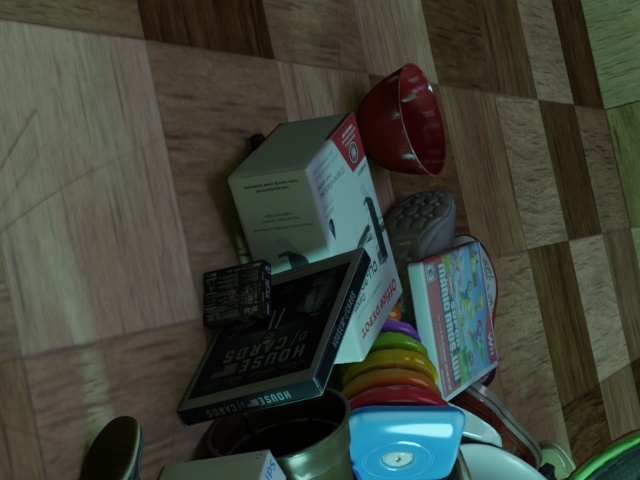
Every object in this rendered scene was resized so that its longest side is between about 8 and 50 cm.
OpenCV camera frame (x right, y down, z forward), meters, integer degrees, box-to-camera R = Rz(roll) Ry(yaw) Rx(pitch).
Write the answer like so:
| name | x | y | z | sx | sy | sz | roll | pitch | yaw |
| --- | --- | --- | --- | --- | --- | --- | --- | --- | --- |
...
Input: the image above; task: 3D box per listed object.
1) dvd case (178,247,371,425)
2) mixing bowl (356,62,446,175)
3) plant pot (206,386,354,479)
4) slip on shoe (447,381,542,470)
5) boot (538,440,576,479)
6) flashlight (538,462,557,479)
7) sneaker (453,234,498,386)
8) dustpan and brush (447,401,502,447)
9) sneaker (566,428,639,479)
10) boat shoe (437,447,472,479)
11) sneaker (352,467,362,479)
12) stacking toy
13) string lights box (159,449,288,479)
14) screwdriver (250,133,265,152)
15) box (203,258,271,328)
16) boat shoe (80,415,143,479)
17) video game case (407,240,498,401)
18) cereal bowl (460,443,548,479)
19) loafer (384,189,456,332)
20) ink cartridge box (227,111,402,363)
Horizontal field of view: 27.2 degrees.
| name | x | y | z | sx | sy | sz | roll | pitch | yaw |
| --- | --- | --- | --- | --- | --- | --- | --- | --- | --- |
| dvd case | -0.048 | 0.107 | 1.506 | 0.030 | 0.179 | 0.239 | 60 | 30 | -24 |
| mixing bowl | 0.119 | -0.180 | 2.081 | 0.181 | 0.098 | 0.181 | 36 | 48 | -54 |
| plant pot | -0.029 | 0.277 | 1.504 | 0.167 | 0.167 | 0.165 | -50 | 130 | -59 |
| slip on shoe | 0.268 | 0.319 | 2.162 | 0.101 | 0.123 | 0.331 | -55 | 142 | -9 |
| boot | 0.425 | 0.491 | 2.426 | 0.165 | 0.077 | 0.213 | -41 | 118 | -60 |
| flashlight | 0.336 | 0.468 | 2.239 | 0.304 | 0.103 | 0.103 | -14 | 85 | -69 |
| sneaker | 0.232 | 0.106 | 2.191 | 0.145 | 0.090 | 0.270 | 29 | 56 | -61 |
| dustpan and brush | 0.153 | 0.251 | 1.958 | 0.211 | 0.147 | 0.060 | 23 | 68 | -28 |
| sneaker | 0.425 | 0.514 | 2.044 | 0.483 | 0.202 | 0.185 | -65 | 156 | 3 |
| boat shoe | 0.168 | 0.284 | 1.843 | 0.072 | 0.068 | 0.190 | 11 | 41 | -45 |
| sneaker | 0.006 | 0.365 | 1.650 | 0.078 | 0.067 | 0.188 | 27 | 53 | -32 |
| stacking toy | 0.091 | 0.167 | 1.797 | 0.175 | 0.165 | 0.302 | 96 | -8 | -51 |
| string lights box | -0.063 | 0.346 | 1.415 | 0.260 | 0.133 | 0.077 | 62 | 30 | -30 |
| screwdriver | -0.060 | -0.062 | 1.754 | 0.025 | 0.024 | 0.170 | -117 | -171 | -66 |
| box | -0.097 | 0.063 | 1.538 | 0.018 | 0.083 | 0.067 | 33 | 49 | -54 |
| boat shoe | -0.202 | 0.246 | 1.278 | 0.049 | 0.056 | 0.152 | 53 | 44 | -49 |
| video game case | 0.202 | 0.116 | 1.973 | 0.285 | 0.025 | 0.204 | -16 | 97 | -66 |
| cereal bowl | 0.228 | 0.471 | 1.883 | 0.339 | 0.141 | 0.339 | 23 | 44 | -24 |
| loafer | 0.147 | 0.030 | 2.046 | 0.319 | 0.112 | 0.111 | -61 | 144 | -51 |
| ink cartridge box | 0.000 | 0.000 | 1.704 | 0.197 | 0.114 | 0.273 | -54 | 133 | -58 |
